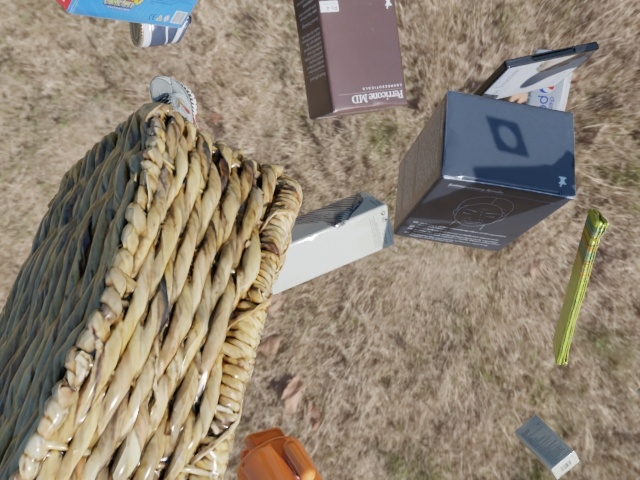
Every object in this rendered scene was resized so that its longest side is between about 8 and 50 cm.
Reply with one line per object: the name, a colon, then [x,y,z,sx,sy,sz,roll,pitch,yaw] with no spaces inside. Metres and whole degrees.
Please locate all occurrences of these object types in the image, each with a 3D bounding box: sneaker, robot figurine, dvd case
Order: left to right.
sneaker: [-0.430,-0.666,1.739,0.099,0.153,0.283,32,124,42]
sneaker: [-0.300,-0.257,1.320,0.088,0.092,0.225,-38,63,17]
robot figurine: [-0.057,0.418,1.070,0.158,0.128,0.219,-43,48,4]
dvd case: [0.493,-0.388,1.504,0.252,0.180,0.022,-15,80,-17]

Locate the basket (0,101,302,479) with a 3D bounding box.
basket: [-0.090,0.091,0.432,0.223,0.299,0.213,32,147,-31]

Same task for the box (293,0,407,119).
box: [0.056,-0.469,1.412,0.191,0.143,0.382,-12,100,-23]

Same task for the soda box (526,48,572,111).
soda box: [0.611,-0.362,1.746,0.091,0.098,0.287,11,95,28]

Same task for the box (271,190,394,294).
box: [0.000,0.000,1.293,0.275,0.113,0.094,-22,117,-16]

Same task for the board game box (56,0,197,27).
board game box: [-0.400,-0.496,1.084,0.302,0.308,0.086,43,114,6]

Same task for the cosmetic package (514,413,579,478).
cosmetic package: [0.447,0.407,1.278,0.060,0.115,0.041,-37,123,-3]

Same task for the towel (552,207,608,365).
towel: [0.403,0.071,1.009,0.021,0.102,0.238,13,108,15]

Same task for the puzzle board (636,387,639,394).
puzzle board: [0.321,0.178,0.520,0.128,0.096,0.011,39,95,-21]

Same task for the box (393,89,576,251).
box: [0.368,-0.145,1.530,0.293,0.395,0.212,9,72,-7]
